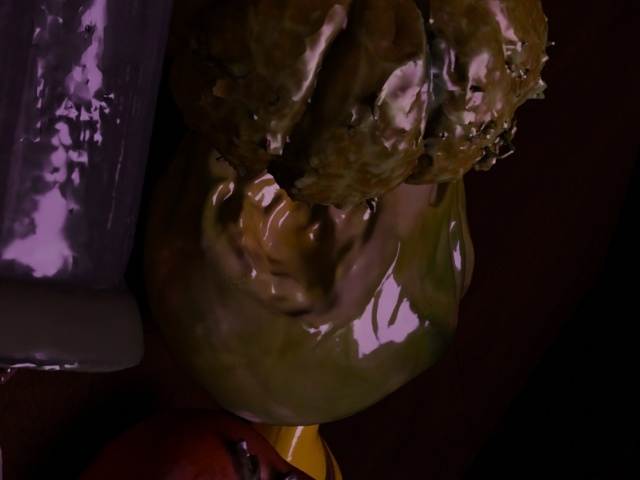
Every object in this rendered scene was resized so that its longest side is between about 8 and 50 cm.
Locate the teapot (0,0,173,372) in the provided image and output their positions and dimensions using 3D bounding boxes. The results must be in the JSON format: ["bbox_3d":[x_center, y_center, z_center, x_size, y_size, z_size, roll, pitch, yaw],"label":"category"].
[{"bbox_3d":[-0.186,-0.122,0.657,0.200,0.270,0.337,-167,-93,-69],"label":"teapot"}]

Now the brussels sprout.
[{"bbox_3d":[0.000,0.000,1.182,0.344,0.268,0.344,-44,147,-39],"label":"brussels sprout"}]

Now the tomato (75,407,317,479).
[{"bbox_3d":[-0.124,0.331,1.278,0.321,0.321,0.321,-50,156,-32],"label":"tomato"}]

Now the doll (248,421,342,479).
[{"bbox_3d":[-0.036,0.243,1.582,0.199,0.145,0.363,-55,160,-64],"label":"doll"}]

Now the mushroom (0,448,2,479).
[{"bbox_3d":[-0.271,0.215,1.037,0.099,0.096,0.278,-51,161,-28],"label":"mushroom"}]

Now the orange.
[{"bbox_3d":[0.021,-0.171,1.003,0.301,0.300,0.223,-14,168,-20],"label":"orange"}]

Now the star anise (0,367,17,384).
[{"bbox_3d":[-0.224,0.050,0.887,0.220,0.099,0.214,-57,178,-31],"label":"star anise"}]
